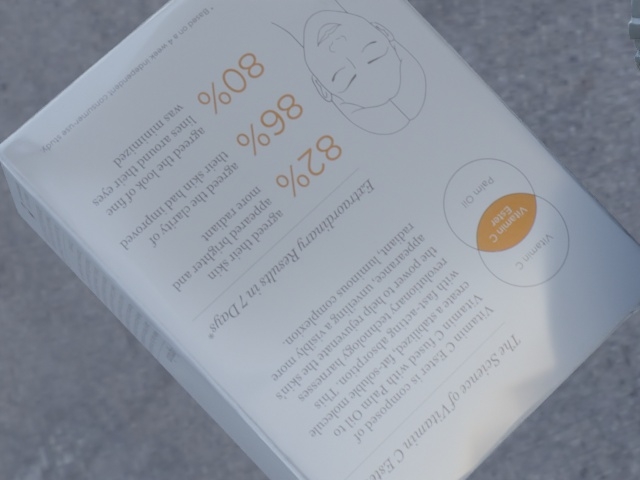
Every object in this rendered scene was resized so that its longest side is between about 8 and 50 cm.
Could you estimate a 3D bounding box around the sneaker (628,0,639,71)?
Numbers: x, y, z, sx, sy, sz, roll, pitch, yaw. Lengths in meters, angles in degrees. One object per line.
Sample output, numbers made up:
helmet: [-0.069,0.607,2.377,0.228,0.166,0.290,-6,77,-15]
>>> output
sneaker: [0.190,-0.078,0.499,0.090,0.235,0.095,1,67,42]

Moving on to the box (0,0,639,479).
box: [0.000,0.000,0.449,0.170,0.130,0.091,47,167,1]
